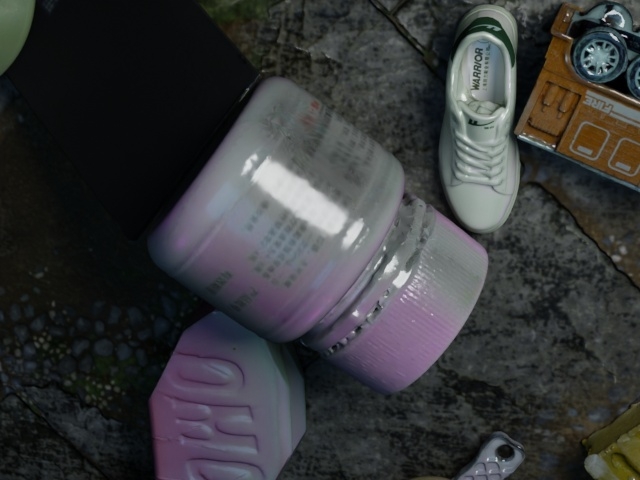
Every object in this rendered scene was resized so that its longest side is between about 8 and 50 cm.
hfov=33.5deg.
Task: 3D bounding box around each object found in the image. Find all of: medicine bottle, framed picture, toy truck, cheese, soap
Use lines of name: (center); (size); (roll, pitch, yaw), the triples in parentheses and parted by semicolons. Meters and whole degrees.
medicine bottle: (0.000, 0.000, 1.190); (0.325, 0.256, 0.256); (34, 115, -11)
framed picture: (-0.238, -0.205, 1.219); (0.338, 0.014, 0.255); (50, 115, 21)
toy truck: (0.366, -0.125, 1.121); (0.305, 0.136, 0.162); (25, 121, 6)
cheese: (0.167, 0.359, 1.382); (0.163, 0.082, 0.286); (37, 113, -3)
soap: (-0.120, 0.213, 1.380); (0.193, 0.109, 0.323); (3, 110, 12)
soap: (0.443, 0.300, 1.296); (0.233, 0.076, 0.135); (45, 112, -5)

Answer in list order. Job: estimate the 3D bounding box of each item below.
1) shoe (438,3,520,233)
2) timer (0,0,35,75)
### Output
shoe: (0.174, -0.124, 1.180); (0.095, 0.110, 0.264); (2, 108, 12)
timer: (-0.513, -0.280, 1.155); (0.291, 0.315, 0.290); (5, 107, 16)
